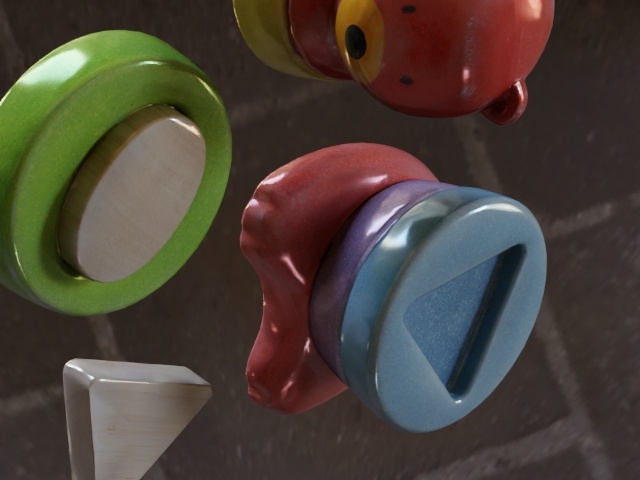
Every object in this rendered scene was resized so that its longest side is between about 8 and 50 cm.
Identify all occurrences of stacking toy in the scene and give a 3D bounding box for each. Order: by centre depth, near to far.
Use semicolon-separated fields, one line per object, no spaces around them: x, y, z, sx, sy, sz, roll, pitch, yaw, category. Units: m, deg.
0.000;0.000;0.842;0.279;0.309;0.130;-35;45;-28;stacking toy
